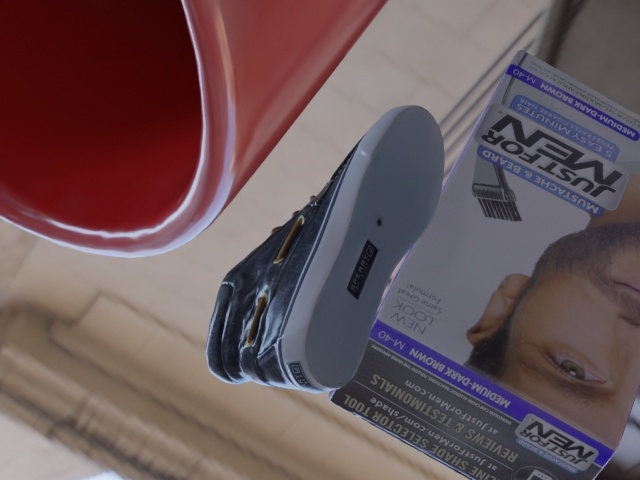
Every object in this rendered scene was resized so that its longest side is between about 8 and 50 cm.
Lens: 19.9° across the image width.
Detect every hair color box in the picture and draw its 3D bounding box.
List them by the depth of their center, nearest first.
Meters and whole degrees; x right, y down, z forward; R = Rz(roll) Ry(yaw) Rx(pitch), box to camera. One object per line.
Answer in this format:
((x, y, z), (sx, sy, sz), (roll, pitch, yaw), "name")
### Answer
((0.159, 0.023, 1.337), (0.185, 0.110, 0.339), (29, -134, 1), "hair color box")

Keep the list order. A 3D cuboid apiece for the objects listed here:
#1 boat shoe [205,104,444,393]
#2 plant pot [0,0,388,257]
((0.000, 0.000, 1.005), (0.065, 0.083, 0.183), (50, -126, -36), "boat shoe")
((-0.051, -0.172, 0.555), (0.275, 0.275, 0.243), (46, -119, 3), "plant pot")
